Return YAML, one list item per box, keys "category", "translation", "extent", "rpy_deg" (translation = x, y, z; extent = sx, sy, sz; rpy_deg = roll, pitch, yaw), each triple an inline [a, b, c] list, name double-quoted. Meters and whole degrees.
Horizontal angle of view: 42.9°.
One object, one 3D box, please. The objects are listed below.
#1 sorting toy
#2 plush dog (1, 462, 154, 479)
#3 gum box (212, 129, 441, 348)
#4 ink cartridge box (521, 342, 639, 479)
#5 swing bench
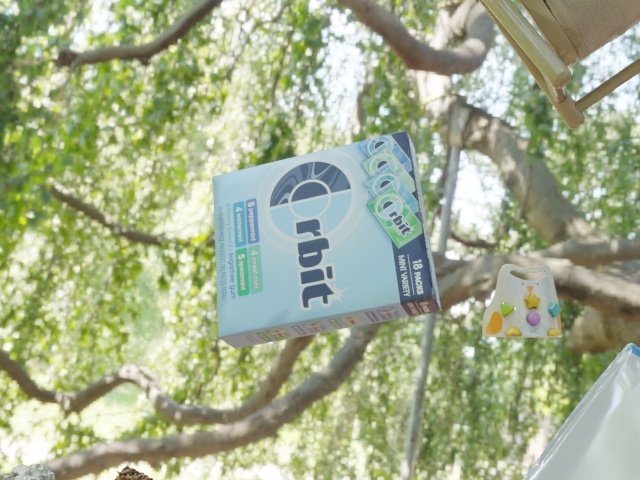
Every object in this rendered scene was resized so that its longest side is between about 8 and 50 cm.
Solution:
- category: "sorting toy"
  translation: [0.211, 0.062, 0.834]
  extent: [0.083, 0.075, 0.045]
  rpy_deg: [0, -6, -5]
- category: "plush dog"
  translation: [-0.265, 0.384, 0.934]
  extent: [0.225, 0.262, 0.210]
  rpy_deg: [-24, -56, 12]
- category: "gum box"
  translation: [0.000, 0.000, 0.707]
  extent: [0.184, 0.157, 0.041]
  rpy_deg: [-13, -26, 14]
- category: "ink cartridge box"
  translation: [0.292, 0.272, 0.744]
  extent: [0.198, 0.197, 0.270]
  rpy_deg: [35, -22, 26]
- category: "swing bench"
  translation: [0.256, -0.288, 0.739]
  extent: [0.253, 0.254, 0.165]
  rpy_deg: [-35, -18, 15]
